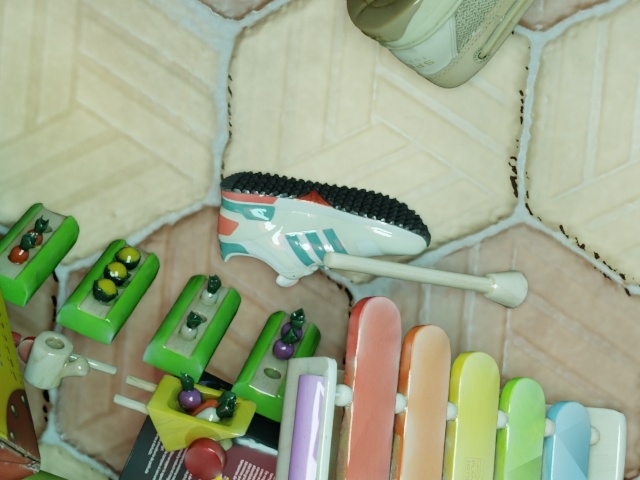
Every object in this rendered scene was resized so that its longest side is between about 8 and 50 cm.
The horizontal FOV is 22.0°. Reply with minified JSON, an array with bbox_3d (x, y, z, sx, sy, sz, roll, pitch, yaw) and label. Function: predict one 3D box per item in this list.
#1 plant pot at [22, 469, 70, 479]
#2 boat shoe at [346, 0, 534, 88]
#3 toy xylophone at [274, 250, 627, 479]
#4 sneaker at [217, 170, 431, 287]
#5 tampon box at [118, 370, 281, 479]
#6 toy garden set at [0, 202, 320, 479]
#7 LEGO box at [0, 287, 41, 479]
[{"bbox_3d":[-0.345,0.240,1.184,0.293,0.275,0.274,24,96,18],"label":"plant pot"},{"bbox_3d":[0.161,-0.263,1.166,0.110,0.121,0.341,34,101,-36],"label":"boat shoe"},{"bbox_3d":[0.084,0.126,1.131,0.081,0.323,0.236,-4,85,48],"label":"toy xylophone"},{"bbox_3d":[0.000,0.000,1.225,0.161,0.057,0.075,11,112,3],"label":"sneaker"},{"bbox_3d":[-0.056,0.176,1.203,0.161,0.120,0.101,25,97,2],"label":"tampon box"},{"bbox_3d":[-0.129,0.058,1.157,0.244,0.204,0.049,24,119,2],"label":"toy garden set"},{"bbox_3d":[-0.437,-0.031,1.082,0.372,0.193,0.500,-21,65,6],"label":"LEGO box"}]
